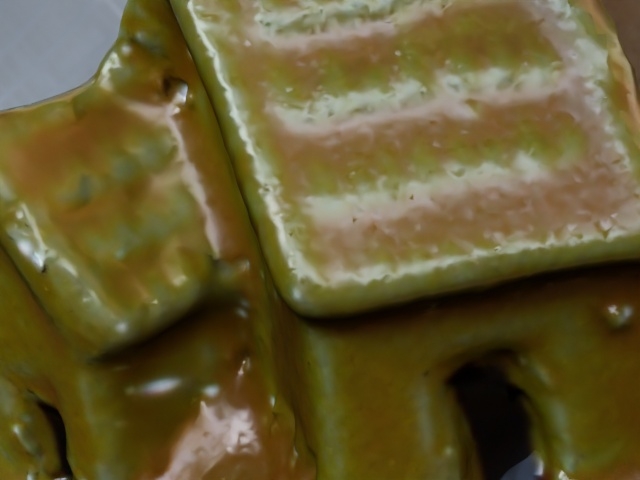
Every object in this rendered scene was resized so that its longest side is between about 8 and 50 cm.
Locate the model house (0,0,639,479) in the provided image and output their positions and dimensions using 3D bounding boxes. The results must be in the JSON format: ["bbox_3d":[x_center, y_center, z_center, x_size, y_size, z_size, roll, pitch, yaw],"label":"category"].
[{"bbox_3d":[-0.010,0.004,0.537,0.268,0.173,0.239,-11,115,-1],"label":"model house"}]
